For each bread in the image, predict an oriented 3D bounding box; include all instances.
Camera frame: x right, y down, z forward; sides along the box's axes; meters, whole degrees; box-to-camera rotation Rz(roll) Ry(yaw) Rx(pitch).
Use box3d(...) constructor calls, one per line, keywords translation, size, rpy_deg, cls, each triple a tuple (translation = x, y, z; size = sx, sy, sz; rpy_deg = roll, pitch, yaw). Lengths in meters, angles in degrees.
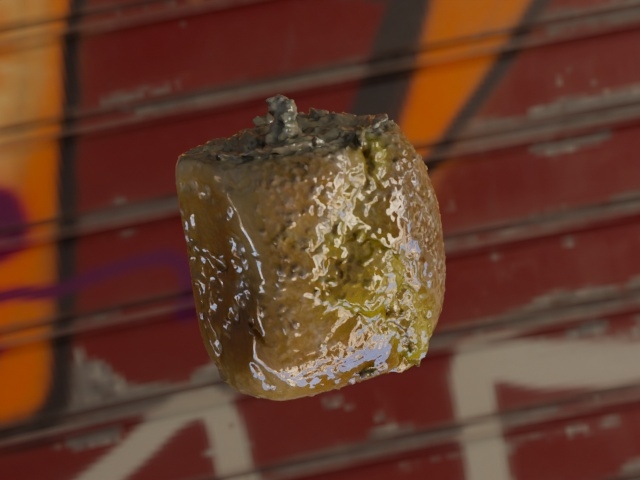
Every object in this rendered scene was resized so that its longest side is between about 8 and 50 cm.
box3d(translation=(0.000, 0.000, 1.465), size=(0.176, 0.246, 0.195), rpy_deg=(1, -165, 44), cls="bread")
